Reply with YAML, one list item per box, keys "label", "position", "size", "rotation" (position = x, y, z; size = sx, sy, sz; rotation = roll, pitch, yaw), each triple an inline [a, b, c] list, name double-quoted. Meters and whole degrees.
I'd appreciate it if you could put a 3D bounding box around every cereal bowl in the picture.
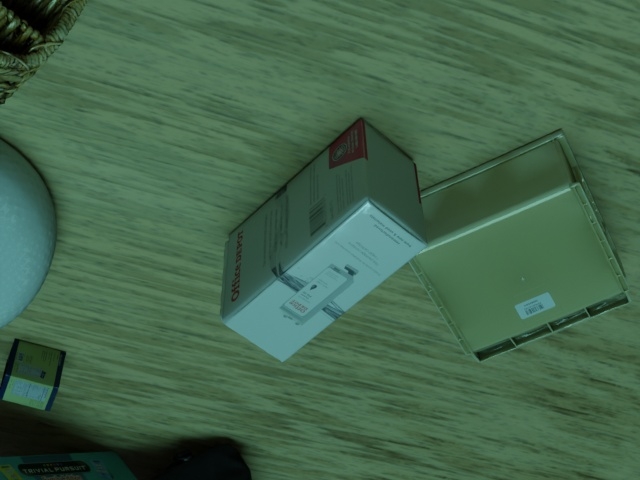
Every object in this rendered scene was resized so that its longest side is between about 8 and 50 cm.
- label: "cereal bowl"
  position: [-0.538, 0.010, 1.608]
  size: [0.339, 0.141, 0.339]
  rotation: [-2, 118, -5]

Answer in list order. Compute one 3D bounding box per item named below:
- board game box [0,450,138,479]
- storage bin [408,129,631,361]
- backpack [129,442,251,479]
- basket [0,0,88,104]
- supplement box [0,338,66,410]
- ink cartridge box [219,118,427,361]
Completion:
- label: "board game box"
  position: [-0.488, 0.459, 1.882]
  size: [0.253, 0.079, 0.336]
  rotation: [-54, 149, 14]
- label: "storage bin"
  position: [0.284, 0.020, 1.705]
  size: [0.262, 0.123, 0.260]
  rotation: [-24, 126, 14]
- label: "backpack"
  position: [-0.231, 0.560, 2.016]
  size: [0.290, 0.273, 0.355]
  rotation: [-25, 154, -29]
- label: "basket"
  position: [-0.427, -0.314, 1.347]
  size: [0.223, 0.213, 0.299]
  rotation: [-36, 121, 23]
- label: "supplement box"
  position: [-0.449, 0.210, 1.831]
  size: [0.083, 0.083, 0.056]
  rotation: [18, 125, -15]
- label: "ink cartridge box"
  position: [0.000, 0.000, 1.619]
  size: [0.117, 0.207, 0.283]
  rotation: [37, 118, -25]
